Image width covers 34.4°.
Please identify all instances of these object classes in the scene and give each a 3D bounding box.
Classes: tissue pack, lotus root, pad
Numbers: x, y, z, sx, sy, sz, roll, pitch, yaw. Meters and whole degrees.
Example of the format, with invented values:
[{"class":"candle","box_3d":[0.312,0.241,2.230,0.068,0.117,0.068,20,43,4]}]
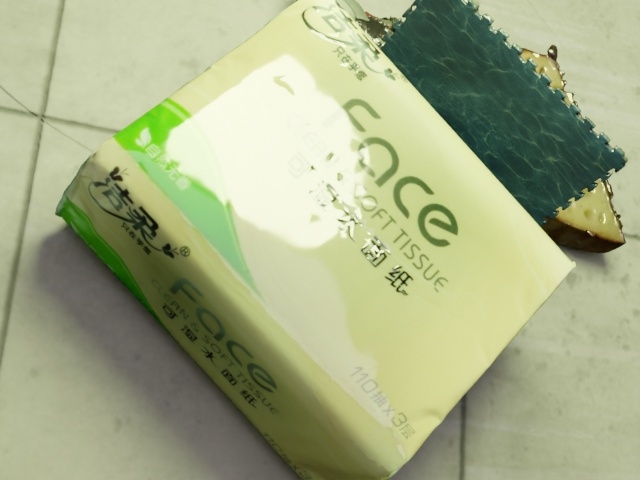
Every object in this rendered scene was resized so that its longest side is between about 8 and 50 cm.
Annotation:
[{"class":"tissue pack","box_3d":[0.000,0.000,1.042,0.405,0.205,0.332,48,60,-1]},{"class":"lotus root","box_3d":[0.254,-0.102,1.243,0.170,0.074,0.260,-9,78,-22]},{"class":"pad","box_3d":[0.149,-0.112,1.104,0.270,0.269,0.012,44,50,0]}]

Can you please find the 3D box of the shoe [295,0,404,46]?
[{"class":"shoe","box_3d":[0.070,-0.229,1.198,0.125,0.099,0.227,-33,90,-20]}]
